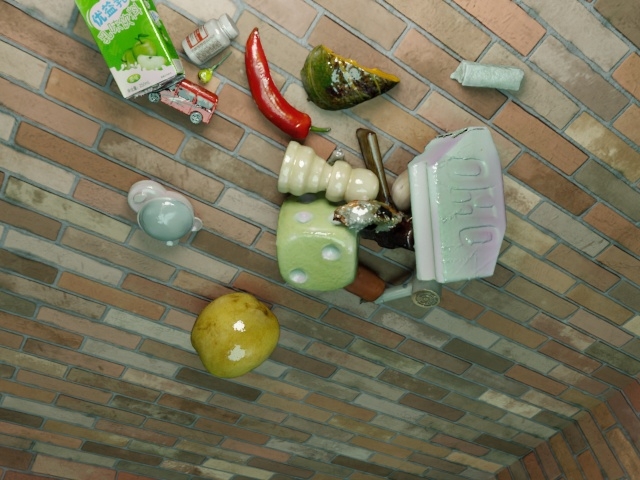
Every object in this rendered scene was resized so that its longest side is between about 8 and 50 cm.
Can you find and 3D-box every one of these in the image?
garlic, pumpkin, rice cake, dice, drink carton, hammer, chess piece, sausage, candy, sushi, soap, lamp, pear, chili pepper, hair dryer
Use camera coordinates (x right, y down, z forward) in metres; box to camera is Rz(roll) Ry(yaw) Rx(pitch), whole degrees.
[{"bbox_3d":[0.334,-0.192,1.651,0.266,0.148,0.129,-39,86,26],"label":"garlic"},{"bbox_3d":[0.080,-0.420,1.419,0.278,0.111,0.163,16,117,-17],"label":"pumpkin"},{"bbox_3d":[0.489,-0.478,1.462,0.206,0.063,0.069,5,125,-11],"label":"rice cake"},{"bbox_3d":[0.000,0.000,1.631,0.249,0.252,0.255,3,127,7],"label":"dice"},{"bbox_3d":[-0.470,-0.503,1.262,0.161,0.108,0.271,-21,107,6],"label":"drink carton"},{"bbox_3d":[0.198,-0.163,1.613,0.095,0.242,0.409,-29,116,-29],"label":"hammer"},{"bbox_3d":[0.029,-0.182,1.531,0.299,0.167,0.167,17,125,0],"label":"chess piece"},{"bbox_3d":[0.116,0.133,1.861,0.259,0.114,0.113,31,118,-28],"label":"sausage"},{"bbox_3d":[-0.288,-0.481,1.395,0.123,0.035,0.035,-36,127,10],"label":"candy"},{"bbox_3d":[0.149,-0.074,1.472,0.226,0.103,0.097,-1,127,-28],"label":"sushi"},{"bbox_3d":[0.414,-0.109,1.527,0.261,0.156,0.447,-5,90,-20],"label":"soap"},{"bbox_3d":[-0.510,-0.085,1.621,0.179,0.108,0.246,-32,124,12],"label":"lamp"},{"bbox_3d":[-0.314,0.344,1.857,0.314,0.314,0.314,-3,128,-4],"label":"pear"},{"bbox_3d":[-0.114,-0.405,1.437,0.137,0.092,0.368,-39,127,4],"label":"chili pepper"},{"bbox_3d":[0.292,0.185,1.920,0.357,0.173,0.107,-19,125,32],"label":"hair dryer"}]

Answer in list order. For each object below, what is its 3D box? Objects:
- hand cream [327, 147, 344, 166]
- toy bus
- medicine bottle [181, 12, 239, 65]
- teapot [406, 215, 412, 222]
[{"bbox_3d":[0.041,-0.226,1.628,0.057,0.037,0.165,8,132,-12],"label":"hand cream"},{"bbox_3d":[-0.388,-0.404,1.411,0.195,0.081,0.089,23,112,-22],"label":"toy bus"},{"bbox_3d":[-0.286,-0.528,1.324,0.140,0.079,0.079,-29,125,15],"label":"medicine bottle"},{"bbox_3d":[0.393,-0.091,1.712,0.252,0.135,0.178,-26,159,6],"label":"teapot"}]
